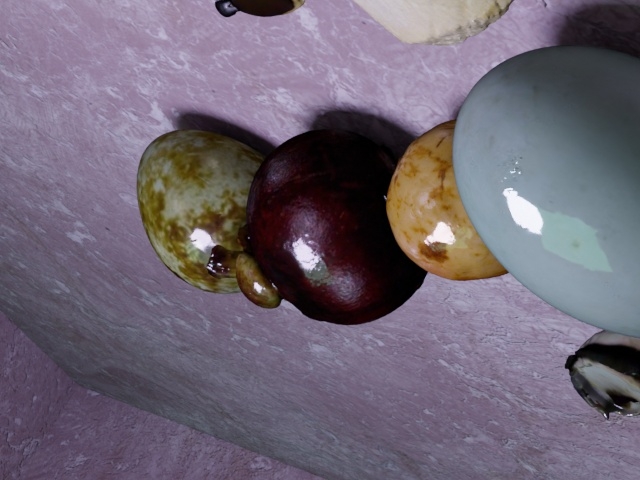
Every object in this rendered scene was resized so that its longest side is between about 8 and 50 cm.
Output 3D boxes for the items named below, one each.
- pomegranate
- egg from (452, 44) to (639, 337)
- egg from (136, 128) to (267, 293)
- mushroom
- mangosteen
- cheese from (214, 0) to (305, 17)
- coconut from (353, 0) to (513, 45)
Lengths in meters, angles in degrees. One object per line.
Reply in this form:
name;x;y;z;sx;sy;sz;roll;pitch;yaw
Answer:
pomegranate;0.181;-0.050;1.523;0.215;0.215;0.215;25;156;12
egg;0.317;-0.048;1.281;0.389;0.276;0.276;36;156;-6
egg;-0.171;-0.050;1.908;0.289;0.238;0.238;41;157;5
mushroom;0.506;0.221;1.731;0.247;0.130;0.344;43;173;-15
mangosteen;0.017;-0.007;1.702;0.297;0.293;0.297;38;165;12
cheese;-0.088;-0.313;1.533;0.086;0.036;0.162;39;156;-25
coconut;0.086;-0.318;1.078;0.244;0.239;0.239;40;155;-17
